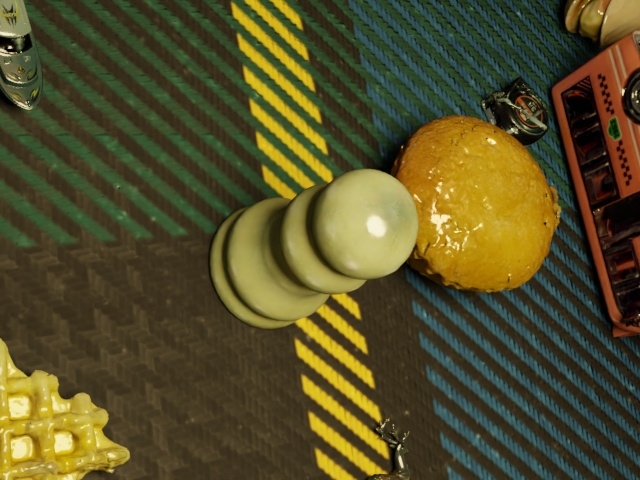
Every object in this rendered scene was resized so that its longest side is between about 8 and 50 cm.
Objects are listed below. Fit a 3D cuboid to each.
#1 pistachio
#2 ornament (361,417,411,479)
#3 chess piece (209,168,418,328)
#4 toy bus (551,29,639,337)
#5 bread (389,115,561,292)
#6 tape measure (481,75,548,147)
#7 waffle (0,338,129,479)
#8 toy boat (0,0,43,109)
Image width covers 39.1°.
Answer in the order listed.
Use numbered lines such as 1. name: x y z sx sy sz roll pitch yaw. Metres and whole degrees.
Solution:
1. pistachio: 0.468 -0.385 1.420 0.215 0.144 0.144 -41 100 -35
2. ornament: 0.078 0.268 1.039 0.073 0.028 0.125 3 76 -33
3. chess piece: 0.000 0.000 0.929 0.144 0.251 0.144 10 71 -30
4. toy bus: 0.492 -0.068 1.289 0.203 0.233 0.427 -2 75 -33
5. bread: 0.179 -0.042 1.127 0.240 0.139 0.240 10 70 -30
6. tape measure: 0.280 -0.179 1.287 0.091 0.054 0.094 -31 87 -34
7. waffle: -0.293 0.231 0.792 0.250 0.056 0.261 47 59 -12
8. toy boat: -0.314 -0.197 0.905 0.055 0.060 0.141 -16 88 -37
